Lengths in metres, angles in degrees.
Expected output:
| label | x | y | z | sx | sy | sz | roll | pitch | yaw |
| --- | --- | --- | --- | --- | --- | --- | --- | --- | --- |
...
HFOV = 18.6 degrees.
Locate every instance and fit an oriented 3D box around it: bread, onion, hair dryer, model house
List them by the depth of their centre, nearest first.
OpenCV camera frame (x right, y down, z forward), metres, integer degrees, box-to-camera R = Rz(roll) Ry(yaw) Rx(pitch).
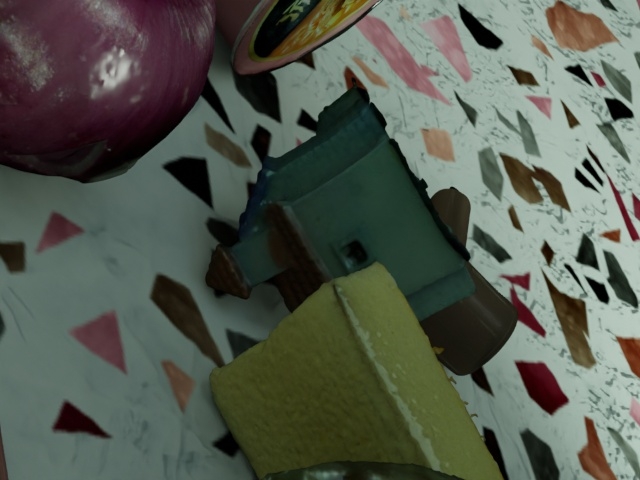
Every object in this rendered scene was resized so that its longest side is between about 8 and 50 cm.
| label | x | y | z | sx | sy | sz | roll | pitch | yaw |
| --- | --- | --- | --- | --- | --- | --- | --- | --- | --- |
| onion | -0.143 | -0.124 | 1.079 | 0.200 | 0.200 | 0.207 | 48 | -1 | -10 |
| bread | 0.027 | 0.125 | 1.102 | 0.068 | 0.125 | 0.188 | -16 | 72 | -51 |
| model house | 0.000 | 0.000 | 1.214 | 0.148 | 0.148 | 0.119 | 62 | -2 | -12 |
| hair dryer | 0.080 | 0.006 | 1.367 | 0.117 | 0.064 | 0.182 | 43 | 24 | -15 |

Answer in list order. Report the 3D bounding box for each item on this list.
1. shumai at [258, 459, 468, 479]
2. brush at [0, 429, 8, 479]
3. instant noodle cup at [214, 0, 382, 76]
| label | x | y | z | sx | sy | sz | roll | pitch | yaw |
| --- | --- | --- | --- | --- | --- | --- | --- | --- | --- |
| shumai | 0.026 | 0.242 | 0.924 | 0.256 | 0.189 | 0.218 | 19 | 43 | -37 |
| brush | -0.171 | 0.112 | 0.915 | 0.103 | 0.047 | 0.233 | 24 | 41 | -41 |
| instant noodle cup | -0.044 | -0.278 | 1.326 | 0.255 | 0.244 | 0.244 | 51 | 30 | 9 |
